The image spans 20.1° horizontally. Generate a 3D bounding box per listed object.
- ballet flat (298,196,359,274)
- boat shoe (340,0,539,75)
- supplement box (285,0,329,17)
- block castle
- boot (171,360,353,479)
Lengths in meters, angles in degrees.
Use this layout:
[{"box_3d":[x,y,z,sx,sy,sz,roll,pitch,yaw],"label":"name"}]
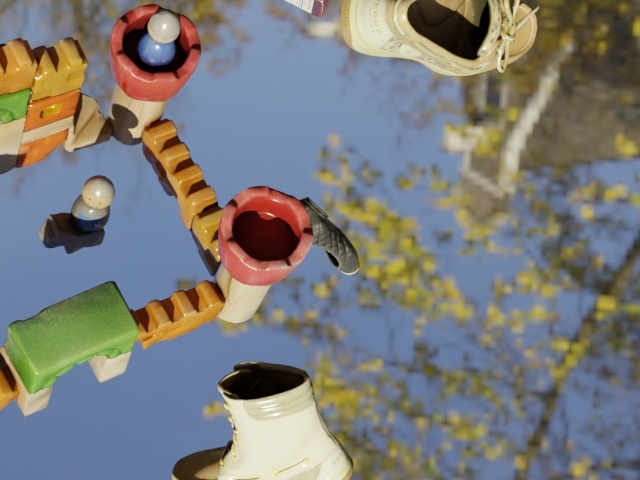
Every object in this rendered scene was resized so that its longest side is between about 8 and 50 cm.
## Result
[{"box_3d":[0.000,0.000,2.008,0.057,0.049,0.173,45,179,30],"label":"ballet flat"},{"box_3d":[0.145,-0.224,1.900,0.089,0.104,0.285,8,-170,44],"label":"boat shoe"},{"box_3d":[-0.059,-0.395,2.444,0.188,0.104,0.081,26,172,1],"label":"supplement box"},{"box_3d":[-0.266,-0.017,1.600,0.453,0.213,0.303,-23,-108,-24],"label":"block castle"},{"box_3d":[-0.087,0.212,1.983,0.213,0.165,0.077,-8,-140,20],"label":"boot"}]
